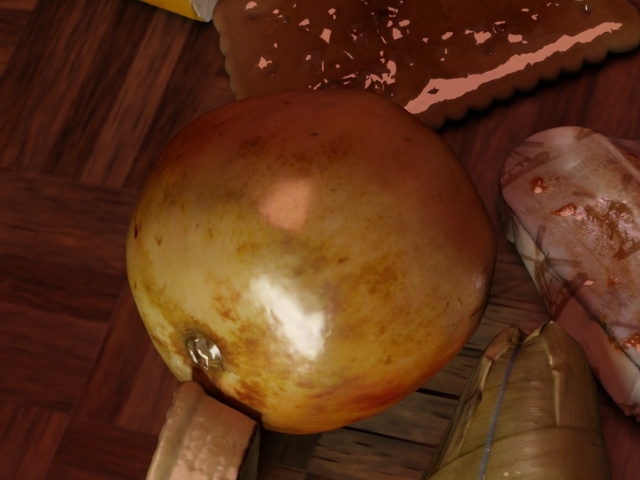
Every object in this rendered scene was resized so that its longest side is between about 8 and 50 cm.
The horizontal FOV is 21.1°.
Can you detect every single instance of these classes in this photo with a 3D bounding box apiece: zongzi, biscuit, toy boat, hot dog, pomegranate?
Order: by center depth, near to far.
[{"bbox_3d":[0.076,0.188,1.143,0.256,0.115,0.228,-17,57,18],"label":"zongzi"},{"bbox_3d":[-0.085,0.188,1.147,0.061,0.116,0.188,15,102,10],"label":"toy boat"},{"bbox_3d":[0.000,0.000,1.203,0.252,0.229,0.270,-8,26,42],"label":"pomegranate"},{"bbox_3d":[0.225,0.020,1.210,0.144,0.075,0.268,-26,53,-4],"label":"hot dog"},{"bbox_3d":[0.079,-0.179,1.392,0.325,0.044,0.217,-22,58,4],"label":"biscuit"}]

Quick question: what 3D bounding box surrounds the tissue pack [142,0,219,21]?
[{"bbox_3d":[-0.156,-0.314,1.496,0.225,0.124,0.185,23,68,27],"label":"tissue pack"}]
